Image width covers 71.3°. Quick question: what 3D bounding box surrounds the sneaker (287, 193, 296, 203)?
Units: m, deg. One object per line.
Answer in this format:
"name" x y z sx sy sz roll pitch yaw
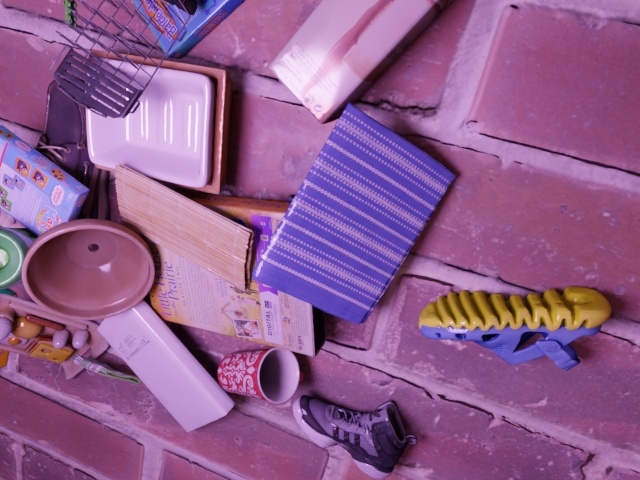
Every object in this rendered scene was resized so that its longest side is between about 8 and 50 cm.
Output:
"sneaker" 0.000 0.000 0.879 0.209 0.069 0.082 43 114 0

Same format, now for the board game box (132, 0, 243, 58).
"board game box" -0.241 -0.465 0.813 0.210 0.047 0.160 -29 97 23

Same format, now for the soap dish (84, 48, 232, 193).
"soap dish" -0.309 -0.232 0.875 0.290 0.118 0.229 13 111 13

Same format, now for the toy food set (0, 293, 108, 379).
"toy food set" -0.733 0.263 1.123 0.219 0.093 0.306 -37 131 25

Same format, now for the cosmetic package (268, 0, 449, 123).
"cosmetic package" 0.076 -0.337 0.699 0.129 0.153 0.296 46 116 -3

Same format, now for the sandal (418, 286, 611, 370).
"sandal" 0.338 0.167 0.802 0.316 0.126 0.138 -2 111 20

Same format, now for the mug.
"mug" -0.132 0.305 0.989 0.169 0.113 0.150 -14 128 43

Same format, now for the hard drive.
"hard drive" -0.384 0.303 1.086 0.353 0.047 0.233 50 132 -2

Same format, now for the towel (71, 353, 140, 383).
"towel" -0.546 0.328 1.139 0.151 0.113 0.023 6 68 31

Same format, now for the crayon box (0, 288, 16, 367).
"crayon box" -0.950 0.268 1.223 0.081 0.165 0.279 28 114 7

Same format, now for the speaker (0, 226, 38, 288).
"speaker" -0.662 0.031 0.978 0.131 0.296 0.132 0 92 -17

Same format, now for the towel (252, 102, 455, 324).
"towel" 0.058 -0.027 0.779 0.243 0.040 0.336 27 101 -22

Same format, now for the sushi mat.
"sushi mat" -0.267 -0.026 0.861 0.316 0.019 0.152 26 132 14

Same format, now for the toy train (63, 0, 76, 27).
"toy train" -0.514 -0.479 0.914 0.023 0.017 0.084 21 113 21

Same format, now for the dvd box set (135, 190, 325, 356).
"dvd box set" -0.195 0.060 0.927 0.419 0.062 0.308 7 115 23

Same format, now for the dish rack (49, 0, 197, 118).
"dish rack" -0.351 -0.355 0.764 0.208 0.074 0.272 32 89 16

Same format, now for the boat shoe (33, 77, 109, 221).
"boat shoe" -0.544 -0.163 0.966 0.132 0.130 0.356 9 110 15

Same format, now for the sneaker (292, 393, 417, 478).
"sneaker" 0.079 0.393 0.973 0.268 0.101 0.153 35 114 -2

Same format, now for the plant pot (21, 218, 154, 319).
"plant pot" -0.472 0.042 0.927 0.237 0.110 0.238 -12 127 -15

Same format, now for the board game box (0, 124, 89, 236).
"board game box" -0.594 -0.105 0.913 0.211 0.039 0.160 38 118 -3
